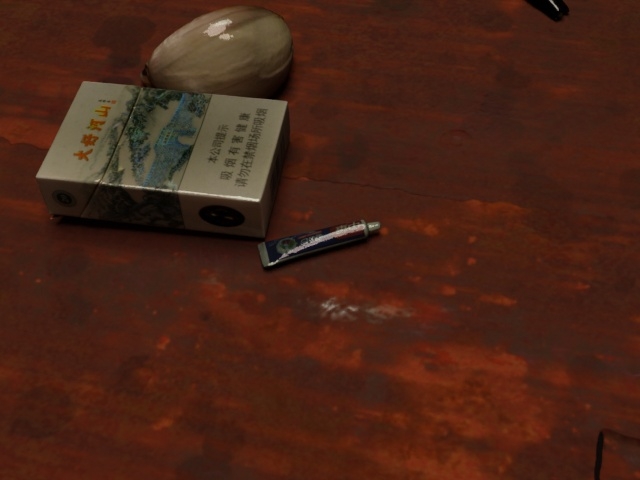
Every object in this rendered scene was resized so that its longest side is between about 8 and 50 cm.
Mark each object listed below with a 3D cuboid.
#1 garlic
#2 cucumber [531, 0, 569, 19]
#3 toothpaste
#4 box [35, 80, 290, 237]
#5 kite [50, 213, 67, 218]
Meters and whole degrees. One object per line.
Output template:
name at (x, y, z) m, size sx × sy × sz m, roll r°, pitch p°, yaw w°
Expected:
garlic at (-0.132, -0.230, 1.091) m, size 0.206 × 0.115 × 0.128 m, roll -15°, pitch 60°, yaw -3°
cucumber at (0.291, -0.353, 1.195) m, size 0.033 × 0.034 × 0.135 m, roll -29°, pitch 56°, yaw -22°
toothpaste at (0.000, 0.000, 0.963) m, size 0.139 × 0.021 × 0.037 m, roll -15°, pitch 49°, yaw -3°
box at (-0.175, -0.098, 1.010) m, size 0.256 × 0.069 × 0.164 m, roll 6°, pitch 51°, yaw 6°
kite at (-0.249, -0.081, 1.050) m, size 0.159 × 0.010 × 0.190 m, roll 23°, pitch 54°, yaw 18°
